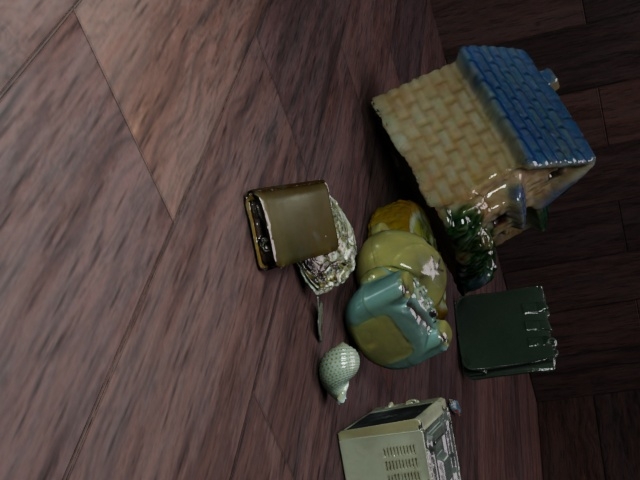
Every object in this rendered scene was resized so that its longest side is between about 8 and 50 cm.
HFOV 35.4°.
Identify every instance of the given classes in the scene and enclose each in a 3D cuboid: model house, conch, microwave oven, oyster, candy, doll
[{"bbox_3d":[0.388,-0.154,2.175,0.395,0.400,0.445,61,0,31],"label":"model house"},{"bbox_3d":[0.024,0.191,1.462,0.076,0.057,0.085,85,28,-77],"label":"conch"},{"bbox_3d":[0.136,0.359,1.582,0.240,0.145,0.194,4,73,-74],"label":"microwave oven"},{"bbox_3d":[0.000,0.000,1.508,0.125,0.064,0.177,55,35,-23],"label":"oyster"},{"bbox_3d":[0.328,0.404,2.442,0.083,0.020,0.030,54,29,-53],"label":"candy"},{"bbox_3d":[0.174,0.047,1.969,0.260,0.118,0.260,-13,90,-75],"label":"candy"},{"bbox_3d":[0.133,0.089,1.715,0.177,0.161,0.260,49,28,-19],"label":"doll"}]

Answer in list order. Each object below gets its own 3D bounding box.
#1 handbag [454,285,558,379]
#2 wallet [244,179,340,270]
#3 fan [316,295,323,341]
[{"bbox_3d":[0.503,0.248,2.721,0.079,0.260,0.247,67,18,-50],"label":"handbag"},{"bbox_3d":[-0.034,-0.024,1.372,0.198,0.031,0.110,-16,94,-62],"label":"wallet"},{"bbox_3d":[-0.001,0.110,1.484,0.083,0.004,0.056,83,10,-48],"label":"fan"}]
